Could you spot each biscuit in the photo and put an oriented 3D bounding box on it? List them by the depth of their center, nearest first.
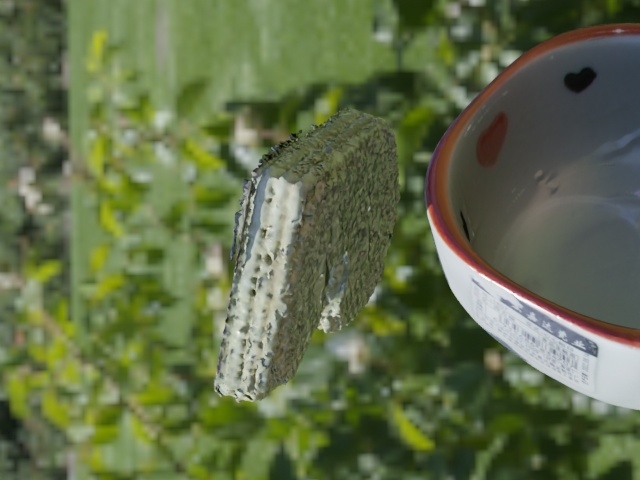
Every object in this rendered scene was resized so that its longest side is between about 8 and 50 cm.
[{"bbox_3d":[0.000,0.000,1.236,0.250,0.046,0.147,-39,-38,-68],"label":"biscuit"}]

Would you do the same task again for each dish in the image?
[{"bbox_3d":[0.190,-0.001,1.171,0.117,0.256,0.256,84,178,-49],"label":"dish"}]
